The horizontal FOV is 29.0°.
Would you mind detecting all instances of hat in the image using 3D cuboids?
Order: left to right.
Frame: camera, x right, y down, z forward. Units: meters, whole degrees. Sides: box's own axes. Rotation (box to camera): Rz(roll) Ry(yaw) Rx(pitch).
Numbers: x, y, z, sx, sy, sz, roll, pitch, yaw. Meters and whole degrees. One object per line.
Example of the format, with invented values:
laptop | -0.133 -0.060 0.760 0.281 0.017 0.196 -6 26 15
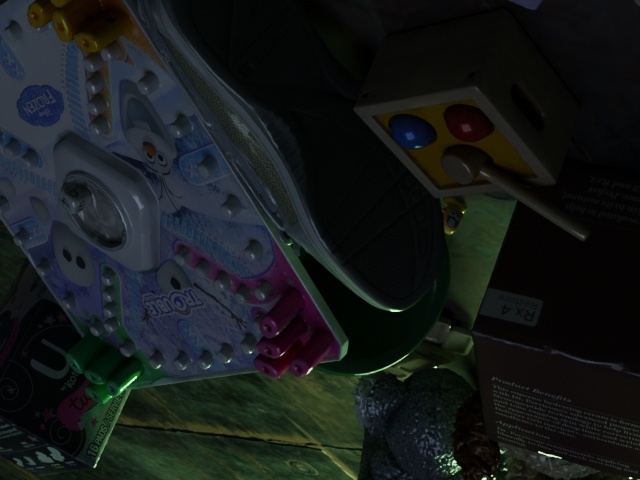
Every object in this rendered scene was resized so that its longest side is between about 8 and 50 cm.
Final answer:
hat | 0.000 0.000 1.163 0.183 0.173 0.208 41 157 58

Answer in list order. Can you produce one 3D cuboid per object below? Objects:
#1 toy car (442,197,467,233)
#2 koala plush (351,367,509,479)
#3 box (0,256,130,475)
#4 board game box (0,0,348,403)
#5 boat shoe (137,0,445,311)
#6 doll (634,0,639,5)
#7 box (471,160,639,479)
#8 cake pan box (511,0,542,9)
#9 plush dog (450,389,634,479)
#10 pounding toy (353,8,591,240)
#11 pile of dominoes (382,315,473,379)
toy car | 0.093 -0.046 1.021 0.122 0.040 0.060 40 148 -29
koala plush | 0.124 0.220 1.332 0.196 0.203 0.221 12 139 10
box | -0.288 0.118 1.380 0.142 0.247 0.163 34 151 -23
board game box | -0.202 -0.025 1.113 0.390 0.050 0.390 -15 111 50
boat shoe | -0.020 -0.080 0.946 0.320 0.118 0.103 50 159 -20
doll | 0.244 -0.138 0.734 0.129 0.046 0.189 6 143 48
box | 0.228 0.069 0.987 0.168 0.167 0.203 14 151 18
cake pan box | 0.056 -0.256 0.645 0.267 0.070 0.246 24 155 -4
plush dog | 0.243 0.175 1.166 0.225 0.262 0.210 54 178 -30
pounding toy | 0.117 -0.075 0.885 0.130 0.100 0.141 -5 142 43
pile of dominoes | 0.036 0.070 1.305 0.251 0.040 0.196 25 154 -22
